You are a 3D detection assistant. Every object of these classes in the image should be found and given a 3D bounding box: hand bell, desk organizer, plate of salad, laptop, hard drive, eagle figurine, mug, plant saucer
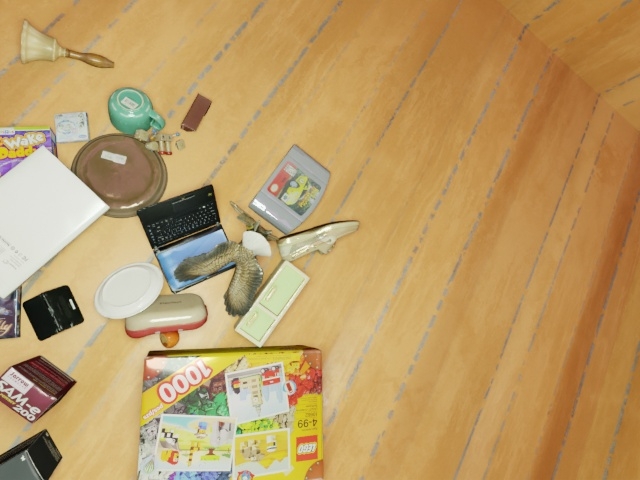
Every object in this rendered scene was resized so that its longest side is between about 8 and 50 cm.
[{"bbox_3d":[-0.774,-0.576,1.285,0.242,0.126,0.126,5,79,-32],"label":"hand bell"},{"bbox_3d":[-0.420,-0.425,1.402,0.050,0.047,0.130,27,73,-16],"label":"desk organizer"},{"bbox_3d":[-0.556,0.147,1.214,0.199,0.048,0.200,-4,48,4],"label":"plate of salad"},{"bbox_3d":[-0.399,-0.003,1.286,0.234,0.264,0.136,-25,53,-23],"label":"laptop"},{"bbox_3d":[-0.798,-0.053,1.121,0.353,0.047,0.233,-47,105,-14],"label":"hard drive"},{"bbox_3d":[-0.265,0.072,1.270,0.226,0.225,0.298,33,81,30],"label":"eagle figurine"},{"bbox_3d":[-0.581,-0.414,1.304,0.157,0.097,0.129,-13,77,-25],"label":"mug"},{"bbox_3d":[-0.624,-0.208,1.293,0.277,0.041,0.278,3,79,-19],"label":"plant saucer"}]

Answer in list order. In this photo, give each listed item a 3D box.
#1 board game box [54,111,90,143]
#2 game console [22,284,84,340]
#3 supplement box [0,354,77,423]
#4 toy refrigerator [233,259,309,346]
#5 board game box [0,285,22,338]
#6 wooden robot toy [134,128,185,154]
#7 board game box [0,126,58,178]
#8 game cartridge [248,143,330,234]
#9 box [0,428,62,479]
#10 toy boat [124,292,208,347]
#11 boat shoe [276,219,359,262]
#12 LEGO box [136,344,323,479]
[{"bbox_3d":[-0.758,-0.345,1.268,0.090,0.020,0.090,-8,81,-10],"label":"board game box"},{"bbox_3d":[-0.761,0.205,1.185,0.107,0.071,0.122,-26,91,-52],"label":"game console"},{"bbox_3d":[-0.717,0.368,1.050,0.130,0.239,0.073,42,70,-9],"label":"supplement box"},{"bbox_3d":[-0.158,0.200,1.343,0.102,0.094,0.269,38,79,-11],"label":"toy refrigerator"},{"bbox_3d":[-0.946,0.188,1.104,0.243,0.042,0.165,-2,81,-20],"label":"board game box"},{"bbox_3d":[-0.525,-0.314,1.330,0.173,0.079,0.076,-10,105,-58],"label":"wooden robot toy"},{"bbox_3d":[-0.933,-0.189,1.155,0.347,0.078,0.233,-8,83,-21],"label":"board game box"},{"bbox_3d":[-0.096,-0.177,1.476,0.196,0.060,0.294,38,70,-15],"label":"game cartridge"},{"bbox_3d":[-0.803,0.603,1.008,0.261,0.184,0.103,-29,91,-21],"label":"box"},{"bbox_3d":[-0.456,0.252,1.238,0.231,0.151,0.151,-2,111,-20],"label":"toy boat"},{"bbox_3d":[0.000,0.000,1.453,0.302,0.109,0.098,-17,97,-15],"label":"boat shoe"},{"bbox_3d":[-0.258,0.510,1.219,0.500,0.193,0.373,2,80,-20],"label":"LEGO box"}]
